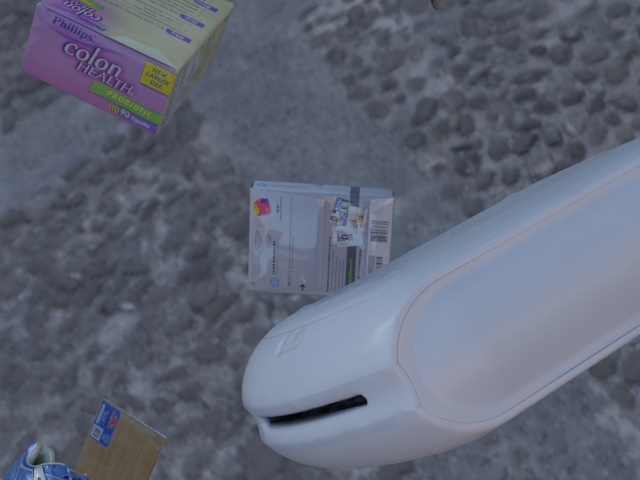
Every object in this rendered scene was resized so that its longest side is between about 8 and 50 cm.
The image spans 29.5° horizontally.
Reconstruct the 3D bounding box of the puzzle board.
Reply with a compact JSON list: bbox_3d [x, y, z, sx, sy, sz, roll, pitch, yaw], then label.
[{"bbox_3d":[-0.247,0.268,1.481,0.096,0.011,0.128,29,108,18],"label":"puzzle board"}]

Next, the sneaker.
[{"bbox_3d":[-0.264,0.270,1.222,0.211,0.080,0.081,23,80,44],"label":"sneaker"}]

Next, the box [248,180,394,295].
[{"bbox_3d":[0.000,0.000,1.594,0.186,0.145,0.038,3,20,1],"label":"box"}]

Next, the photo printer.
[{"bbox_3d":[0.102,0.045,0.785,0.307,0.107,0.256,-27,0,-27],"label":"photo printer"}]

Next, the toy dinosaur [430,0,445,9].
[{"bbox_3d":[0.022,-0.218,0.793,0.064,0.268,0.118,-55,34,6],"label":"toy dinosaur"}]

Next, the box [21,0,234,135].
[{"bbox_3d":[-0.272,-0.294,1.754,0.213,0.117,0.243,26,36,0],"label":"box"}]
